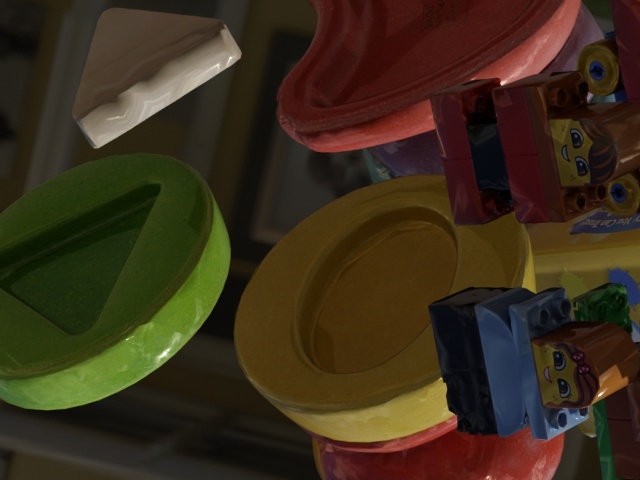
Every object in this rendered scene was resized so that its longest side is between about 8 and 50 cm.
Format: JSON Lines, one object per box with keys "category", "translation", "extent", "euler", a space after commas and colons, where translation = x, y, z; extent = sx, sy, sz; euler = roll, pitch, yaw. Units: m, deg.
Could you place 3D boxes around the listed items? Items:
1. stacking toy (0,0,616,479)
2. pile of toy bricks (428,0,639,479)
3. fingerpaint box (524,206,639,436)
{"category": "stacking toy", "translation": [0.000, 0.000, 0.850], "extent": [0.279, 0.309, 0.130], "euler": [-6, 133, 27]}
{"category": "pile of toy bricks", "translation": [0.109, 0.040, 0.437], "extent": [0.105, 0.212, 0.118], "euler": [-2, -165, 45]}
{"category": "fingerpaint box", "translation": [0.372, -0.041, 1.177], "extent": [0.163, 0.371, 0.445], "euler": [57, 156, -12]}
